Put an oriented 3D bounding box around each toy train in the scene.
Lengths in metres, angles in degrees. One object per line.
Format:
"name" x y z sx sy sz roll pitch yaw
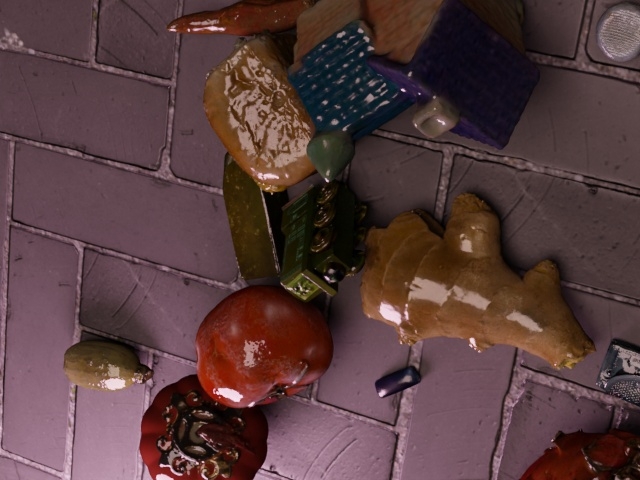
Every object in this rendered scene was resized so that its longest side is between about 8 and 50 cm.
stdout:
"toy train" 0.000 0.000 1.788 0.137 0.225 0.090 -36 119 29

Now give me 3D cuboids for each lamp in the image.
"lamp" -0.202 0.341 1.975 0.227 0.227 0.227 7 107 23

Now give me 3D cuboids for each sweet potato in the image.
"sweet potato" -0.117 -0.353 1.814 0.255 0.078 0.058 -2 104 23

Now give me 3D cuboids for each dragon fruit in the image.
"dragon fruit" 0.403 0.418 1.715 0.250 0.250 0.315 31 98 14

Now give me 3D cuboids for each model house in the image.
"model house" 0.122 -0.221 1.581 0.312 0.280 0.245 -31 133 29

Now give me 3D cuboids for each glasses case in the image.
"glasses case" 0.126 0.237 1.902 0.083 0.023 0.033 -27 94 28

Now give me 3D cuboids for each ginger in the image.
"ginger" 0.246 0.062 1.768 0.375 0.166 0.236 12 73 1

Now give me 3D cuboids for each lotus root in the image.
"lotus root" -0.397 0.234 2.112 0.183 0.077 0.090 7 108 25

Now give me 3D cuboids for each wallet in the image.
"wallet" 0.488 0.211 1.724 0.129 0.026 0.088 21 112 19

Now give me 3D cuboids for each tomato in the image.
"tomato" -0.093 0.168 1.881 0.232 0.232 0.188 -30 74 29

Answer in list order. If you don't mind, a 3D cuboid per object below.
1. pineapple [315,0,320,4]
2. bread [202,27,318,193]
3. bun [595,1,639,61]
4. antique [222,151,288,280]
"pineapple" 0.102 -0.436 1.664 0.170 0.141 0.310 37 132 -16
"bread" -0.078 -0.202 1.774 0.176 0.195 0.246 -32 88 21
"bun" 0.425 -0.293 1.599 0.083 0.045 0.083 9 111 23
"antique" -0.104 -0.052 1.894 0.081 0.080 0.221 -7 102 28
